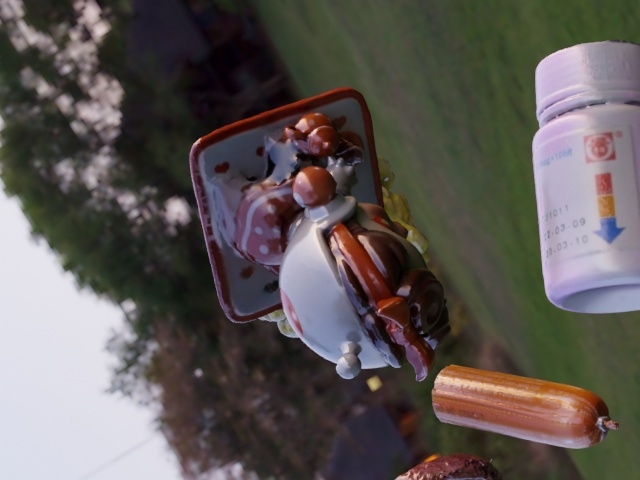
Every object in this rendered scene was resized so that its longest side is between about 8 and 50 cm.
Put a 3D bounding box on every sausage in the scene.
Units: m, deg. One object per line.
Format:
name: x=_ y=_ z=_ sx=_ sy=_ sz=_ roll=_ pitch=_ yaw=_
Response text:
sausage: x=0.236 y=0.190 z=1.695 sx=0.234 sy=0.071 sz=0.071 roll=6 pitch=140 yaw=43

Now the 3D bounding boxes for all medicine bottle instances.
medicine bottle: x=0.292 y=-0.063 z=1.527 sx=0.152 sy=0.152 sz=0.254 roll=52 pitch=-147 yaw=-68

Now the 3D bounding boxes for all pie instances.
pie: x=0.155 y=0.346 z=1.954 sx=0.182 sy=0.182 sz=0.049 roll=56 pitch=-176 yaw=-45

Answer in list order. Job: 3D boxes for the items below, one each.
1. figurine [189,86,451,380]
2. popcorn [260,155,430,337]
figurine: x=0.021 y=0.020 z=1.150 sx=0.226 sy=0.160 sz=0.183 roll=-132 pitch=26 yaw=-54
popcorn: x=0.000 y=-0.009 z=1.638 sx=0.217 sy=0.235 sz=0.181 roll=-90 pitch=-24 yaw=-44
